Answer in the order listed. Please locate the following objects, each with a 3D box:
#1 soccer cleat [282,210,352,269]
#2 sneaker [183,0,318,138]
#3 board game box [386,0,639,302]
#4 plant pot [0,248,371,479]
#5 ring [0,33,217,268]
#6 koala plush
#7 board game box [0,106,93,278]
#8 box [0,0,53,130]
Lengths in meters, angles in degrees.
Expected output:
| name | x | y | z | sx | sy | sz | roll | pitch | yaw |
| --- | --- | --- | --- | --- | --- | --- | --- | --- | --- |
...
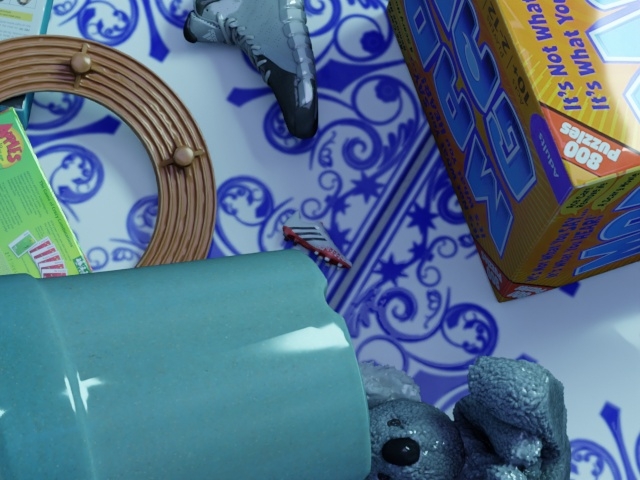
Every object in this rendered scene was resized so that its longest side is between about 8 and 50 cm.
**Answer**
| name | x | y | z | sx | sy | sz | roll | pitch | yaw |
| --- | --- | --- | --- | --- | --- | --- | --- | --- | --- |
| soccer cleat | 0.000 | 0.000 | 1.654 | 0.083 | 0.029 | 0.035 | 30 | 76 | 10 |
| sneaker | -0.076 | -0.200 | 1.691 | 0.132 | 0.086 | 0.228 | -8 | 63 | -2 |
| board game box | 0.305 | -0.197 | 1.569 | 0.356 | 0.356 | 0.356 | -17 | 74 | -10 |
| plant pot | -0.150 | 0.162 | 1.449 | 0.334 | 0.341 | 0.341 | -11 | 73 | -16 |
| ring | -0.270 | -0.043 | 1.605 | 0.337 | 0.032 | 0.336 | 1 | 84 | -11 |
| koala plush | 0.119 | 0.210 | 1.539 | 0.221 | 0.203 | 0.196 | 1 | 84 | 17 |
| board game box | -0.301 | -0.027 | 1.559 | 0.092 | 0.043 | 0.181 | -26 | 90 | -12 |
| box | -0.335 | -0.243 | 1.687 | 0.101 | 0.060 | 0.244 | 9 | 72 | -3 |
